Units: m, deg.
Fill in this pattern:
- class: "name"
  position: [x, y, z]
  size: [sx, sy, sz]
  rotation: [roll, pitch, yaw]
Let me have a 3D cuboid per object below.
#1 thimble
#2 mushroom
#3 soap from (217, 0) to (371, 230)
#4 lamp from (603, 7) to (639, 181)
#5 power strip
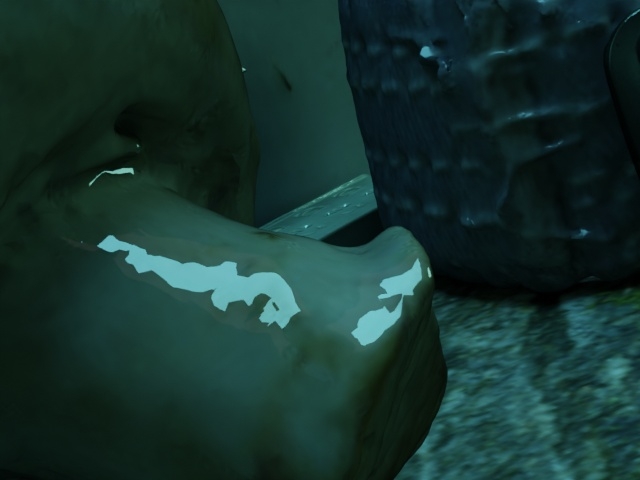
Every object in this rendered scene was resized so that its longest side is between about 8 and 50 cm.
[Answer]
- class: "thimble"
  position: [0.114, -0.081, 0.984]
  size: [0.205, 0.172, 0.236]
  rotation: [-15, 16, 10]
- class: "mushroom"
  position: [-0.105, 0.019, 0.661]
  size: [0.290, 0.297, 0.297]
  rotation: [21, 30, 24]
- class: "soap"
  position: [-0.186, -0.092, 1.222]
  size: [0.435, 0.212, 0.350]
  rotation: [-3, 16, 38]
- class: "lamp"
  position: [0.248, -0.047, 0.750]
  size: [0.203, 0.124, 0.283]
  rotation: [-18, 20, -5]
- class: "power strip"
  position: [0.000, 0.000, 1.064]
  size: [0.060, 0.027, 0.253]
  rotation: [-1, 19, 41]
